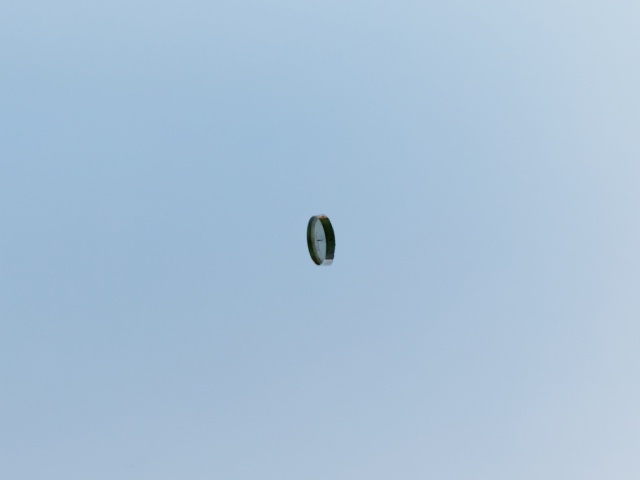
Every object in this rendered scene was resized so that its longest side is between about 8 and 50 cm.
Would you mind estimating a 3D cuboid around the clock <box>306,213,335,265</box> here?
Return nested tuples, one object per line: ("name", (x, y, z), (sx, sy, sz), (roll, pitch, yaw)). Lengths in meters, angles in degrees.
("clock", (0.000, 0.000, 0.815), (0.017, 0.085, 0.085), (-7, -110, -23))
